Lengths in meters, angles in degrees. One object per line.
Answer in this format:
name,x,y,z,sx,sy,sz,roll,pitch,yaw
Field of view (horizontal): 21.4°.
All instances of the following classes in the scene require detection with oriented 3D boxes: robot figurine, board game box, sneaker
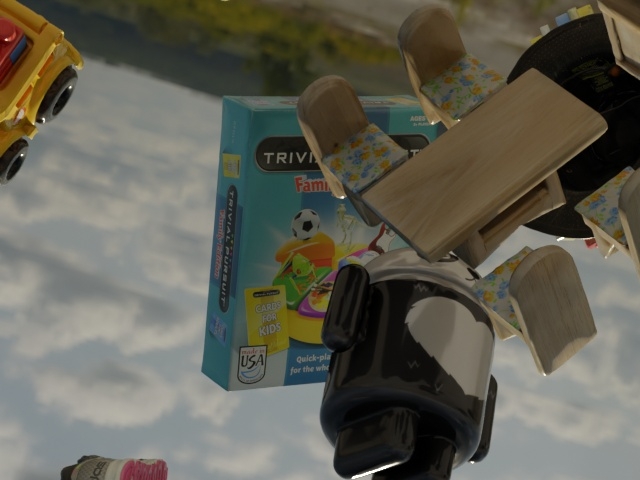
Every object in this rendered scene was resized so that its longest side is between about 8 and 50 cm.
robot figurine,0.096,0.136,1.779,0.174,0.278,0.209,6,140,10
board game box,0.000,0.000,1.997,0.254,0.336,0.079,-3,-163,-30
sneaker,-0.179,0.215,1.457,0.075,0.063,0.170,3,168,9

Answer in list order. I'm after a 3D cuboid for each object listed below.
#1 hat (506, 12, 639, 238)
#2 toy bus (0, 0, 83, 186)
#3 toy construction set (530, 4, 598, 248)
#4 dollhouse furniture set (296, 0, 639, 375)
hat,0.372,-0.130,2.179,0.331,0.331,0.134,21,170,46
toy bus,-0.380,-0.174,1.891,0.149,0.220,0.211,33,171,1
toy construction set,0.383,-0.142,2.327,0.151,0.327,0.215,-8,164,16
dollhouse furniture set,0.213,-0.150,1.622,0.362,0.394,0.256,43,166,43
